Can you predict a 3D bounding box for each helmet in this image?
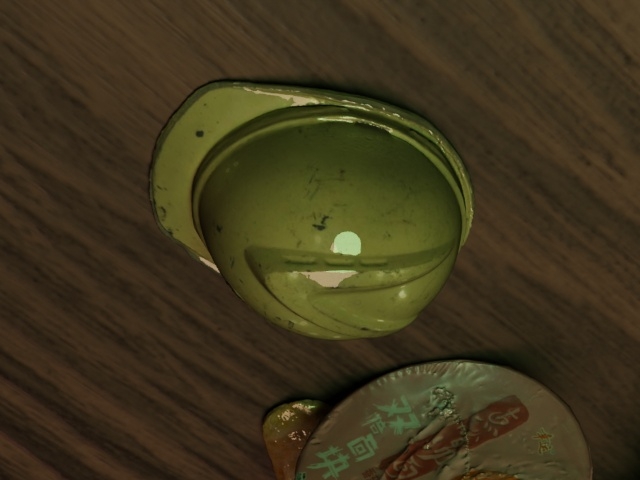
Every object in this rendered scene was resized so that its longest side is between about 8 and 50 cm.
[{"bbox_3d":[-0.004,0.001,1.109,0.257,0.137,0.204,12,125,-10],"label":"helmet"}]

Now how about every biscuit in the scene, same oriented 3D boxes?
[{"bbox_3d":[-0.008,0.196,1.324,0.071,0.018,0.147,-11,125,7],"label":"biscuit"}]

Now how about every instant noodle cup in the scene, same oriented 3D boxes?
[{"bbox_3d":[0.114,0.265,1.256,0.243,0.243,0.231,-10,132,5],"label":"instant noodle cup"}]
